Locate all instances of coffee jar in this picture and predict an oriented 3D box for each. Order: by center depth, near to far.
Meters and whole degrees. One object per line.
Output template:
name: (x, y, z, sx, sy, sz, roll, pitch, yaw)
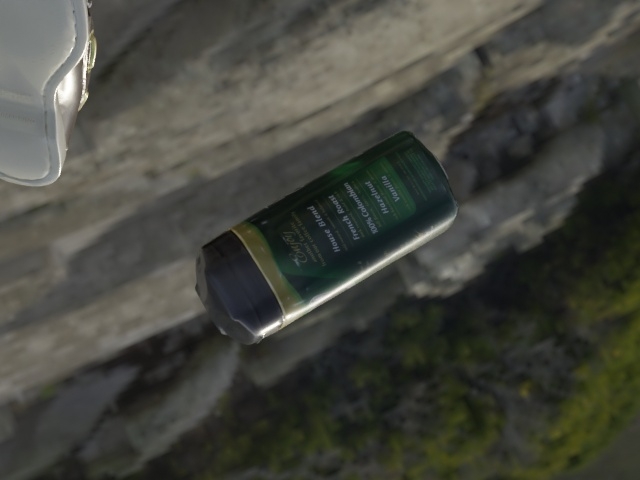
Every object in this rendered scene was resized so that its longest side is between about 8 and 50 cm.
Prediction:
coffee jar: (0.000, 0.000, 1.274, 0.184, 0.079, 0.096, -31, 175, -13)

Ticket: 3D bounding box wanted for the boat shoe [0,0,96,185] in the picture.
boat shoe: (-0.249, -0.176, 1.584, 0.116, 0.097, 0.324, 14, 145, 1)
